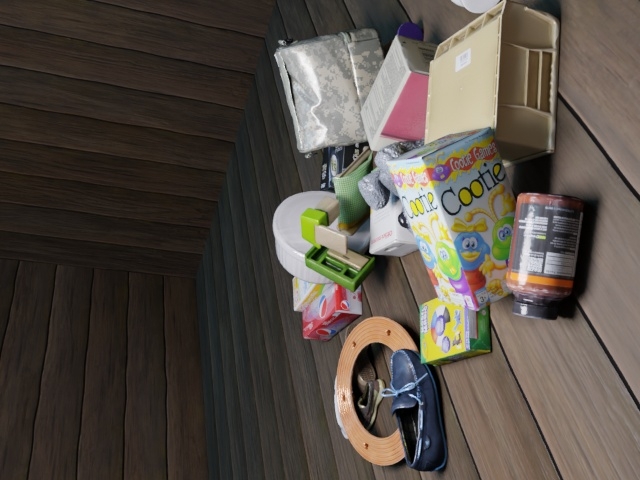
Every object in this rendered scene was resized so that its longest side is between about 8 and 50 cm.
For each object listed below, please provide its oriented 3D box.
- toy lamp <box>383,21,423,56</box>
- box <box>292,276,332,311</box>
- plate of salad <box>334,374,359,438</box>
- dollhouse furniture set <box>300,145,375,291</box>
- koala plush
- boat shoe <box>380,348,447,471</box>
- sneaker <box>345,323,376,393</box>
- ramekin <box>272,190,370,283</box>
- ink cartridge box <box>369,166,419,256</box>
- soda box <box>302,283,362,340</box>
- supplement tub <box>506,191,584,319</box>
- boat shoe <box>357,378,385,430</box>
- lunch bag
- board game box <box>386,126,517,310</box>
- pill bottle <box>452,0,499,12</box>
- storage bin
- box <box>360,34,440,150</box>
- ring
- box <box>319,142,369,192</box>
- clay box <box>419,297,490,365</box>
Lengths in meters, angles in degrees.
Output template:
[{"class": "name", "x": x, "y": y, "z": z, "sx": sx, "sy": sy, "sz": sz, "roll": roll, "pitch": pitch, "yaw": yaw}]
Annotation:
[{"class": "toy lamp", "x": 0.174, "y": -0.503, "z": 1.929, "sx": 0.275, "sy": 0.080, "sz": 0.080, "roll": 173, "pitch": 103, "yaw": -69}, {"class": "box", "x": -0.002, "y": 0.123, "z": 2.158, "sx": 0.203, "sy": 0.103, "sz": 0.114, "roll": 125, "pitch": 147, "yaw": -53}, {"class": "plate of salad", "x": 0.073, "y": 0.417, "z": 1.921, "sx": 0.200, "sy": 0.048, "sz": 0.199, "roll": 180, "pitch": 90, "yaw": -81}, {"class": "dollhouse furniture set", "x": 0.100, "y": -0.060, "z": 1.805, "sx": 0.301, "sy": 0.151, "sz": 0.197, "roll": -48, "pitch": -30, "yaw": -34}, {"class": "koala plush", "x": 0.224, "y": -0.086, "z": 1.544, "sx": 0.196, "sy": 0.203, "sz": 0.221, "roll": 118, "pitch": 132, "yaw": -65}, {"class": "boat shoe", "x": 0.191, "y": 0.340, "z": 1.506, "sx": 0.109, "sy": 0.089, "sz": 0.258, "roll": -48, "pitch": 47, "yaw": 40}, {"class": "sneaker", "x": 0.093, "y": 0.304, "z": 1.880, "sx": 0.071, "sy": 0.066, "sz": 0.188, "roll": 109, "pitch": 160, "yaw": -43}, {"class": "ramekin", "x": 0.000, "y": 0.000, "z": 1.981, "sx": 0.272, "sy": 0.273, "sz": 0.127, "roll": -102, "pitch": 16, "yaw": -44}, {"class": "ink cartridge box", "x": 0.184, "y": -0.079, "z": 1.721, "sx": 0.154, "sy": 0.093, "sz": 0.212, "roll": 147, "pitch": 129, "yaw": -67}, {"class": "soda box", "x": 0.029, "y": 0.204, "z": 2.072, "sx": 0.263, "sy": 0.084, "sz": 0.092, "roll": 132, "pitch": 141, "yaw": -58}, {"class": "supplement tub", "x": 0.356, "y": 0.025, "z": 1.174, "sx": 0.106, "sy": 0.106, "sz": 0.197, "roll": -167, "pitch": 85, "yaw": -71}, {"class": "boat shoe", "x": 0.114, "y": 0.404, "z": 1.806, "sx": 0.056, "sy": 0.049, "sz": 0.152, "roll": -118, "pitch": 41, "yaw": -62}, {"class": "lunch bag", "x": 0.033, "y": -0.388, "z": 1.898, "sx": 0.212, "sy": 0.256, "sz": 0.305, "roll": -160, "pitch": 56, "yaw": -68}, {"class": "board game box", "x": 0.247, "y": -0.038, "z": 1.272, "sx": 0.275, "sy": 0.142, "sz": 0.144, "roll": 68, "pitch": 164, "yaw": -10}, {"class": "pill bottle", "x": 0.303, "y": -0.558, "z": 1.519, "sx": 0.208, "sy": 0.118, "sz": 0.117, "roll": -104, "pitch": 29, "yaw": -47}, {"class": "storage bin", "x": 0.314, "y": -0.275, "z": 1.380, "sx": 0.262, "sy": 0.123, "sz": 0.260, "roll": 165, "pitch": 111, "yaw": -70}, {"class": "box", "x": 0.202, "y": -0.333, "z": 1.710, "sx": 0.232, "sy": 0.127, "sz": 0.148, "roll": 116, "pitch": 153, "yaw": -43}, {"class": "ring", "x": 0.141, "y": 0.345, "z": 1.695, "sx": 0.337, "sy": 0.032, "sz": 0.336, "roll": -10, "pitch": 78, "yaw": 57}, {"class": "box", "x": 0.067, "y": -0.219, "z": 2.127, "sx": 0.180, "sy": 0.078, "sz": 0.147, "roll": 172, "pitch": 104, "yaw": -70}, {"class": "clay box", "x": 0.258, "y": 0.177, "z": 1.474, "sx": 0.222, "sy": 0.053, "sz": 0.127, "roll": 141, "pitch": 133, "yaw": -62}]
